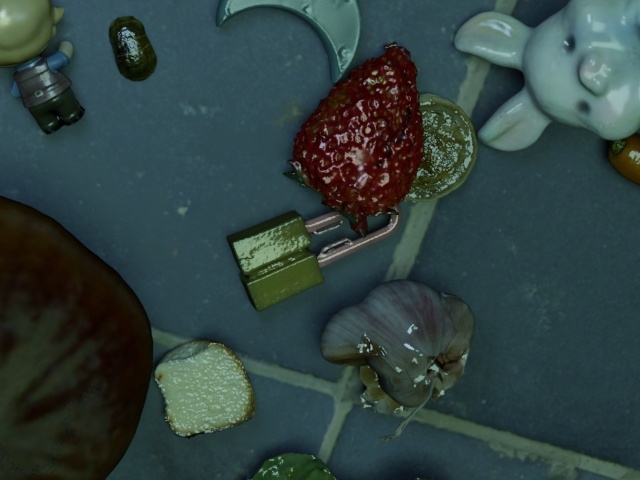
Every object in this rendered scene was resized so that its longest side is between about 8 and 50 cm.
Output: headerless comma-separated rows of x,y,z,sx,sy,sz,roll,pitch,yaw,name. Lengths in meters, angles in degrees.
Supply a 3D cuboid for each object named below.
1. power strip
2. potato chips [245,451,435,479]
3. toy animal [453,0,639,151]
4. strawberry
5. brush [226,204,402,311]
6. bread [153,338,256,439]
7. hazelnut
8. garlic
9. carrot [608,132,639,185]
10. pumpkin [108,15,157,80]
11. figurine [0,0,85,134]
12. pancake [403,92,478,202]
-0.040,-0.298,1.536,0.216,0.044,0.137,26,97,-19,power strip
0.031,0.492,1.739,0.373,0.097,0.389,11,100,-15,potato chips
0.370,-0.236,1.583,0.367,0.241,0.196,-15,100,5,toy animal
0.073,-0.134,1.561,0.174,0.098,0.228,39,90,-2,strawberry
0.000,0.000,1.626,0.233,0.047,0.103,-23,109,-9,brush
-0.157,0.196,1.641,0.126,0.044,0.129,-17,111,-2,bread
-0.386,0.130,1.423,0.359,0.359,0.409,-47,119,1,hazelnut
0.106,0.185,1.627,0.207,0.257,0.207,5,144,3,garlic
0.494,-0.091,1.715,0.225,0.067,0.067,22,98,-20,carrot
-0.234,-0.237,1.513,0.050,0.028,0.083,-23,105,-5,pumpkin
-0.349,-0.223,1.459,0.114,0.108,0.196,-19,126,17,figurine
0.141,-0.121,1.639,0.151,0.025,0.152,-4,105,-15,pancake
